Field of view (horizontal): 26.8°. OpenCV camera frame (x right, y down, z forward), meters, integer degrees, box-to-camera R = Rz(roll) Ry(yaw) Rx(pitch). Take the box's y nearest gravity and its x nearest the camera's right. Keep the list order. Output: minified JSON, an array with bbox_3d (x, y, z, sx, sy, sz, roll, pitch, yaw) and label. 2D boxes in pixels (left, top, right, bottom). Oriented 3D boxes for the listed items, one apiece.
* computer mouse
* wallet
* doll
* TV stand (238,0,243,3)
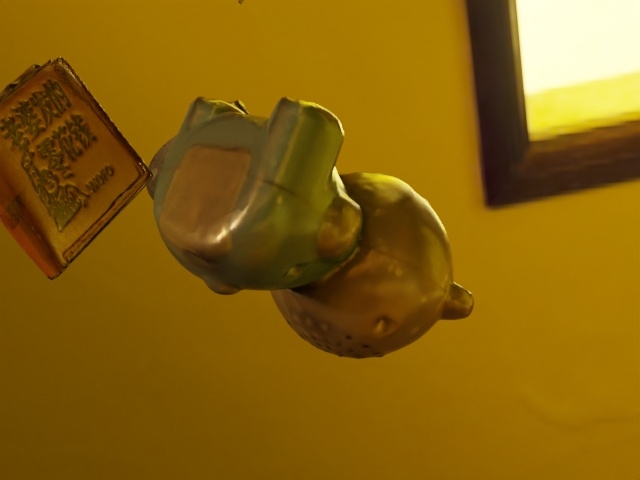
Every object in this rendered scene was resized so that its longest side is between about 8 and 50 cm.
[{"bbox_3d":[-0.156,-0.117,1.885,0.229,0.068,0.113,-28,-125,39],"label":"computer mouse"},{"bbox_3d":[-0.252,-0.076,1.268,0.042,0.161,0.195,-30,-164,33],"label":"wallet"},{"bbox_3d":[0.000,0.000,1.124,0.177,0.260,0.161,5,-110,47],"label":"doll"},{"bbox_3d":[-0.113,-0.316,1.513,0.042,0.036,0.249,35,-179,6],"label":"TV stand"}]
